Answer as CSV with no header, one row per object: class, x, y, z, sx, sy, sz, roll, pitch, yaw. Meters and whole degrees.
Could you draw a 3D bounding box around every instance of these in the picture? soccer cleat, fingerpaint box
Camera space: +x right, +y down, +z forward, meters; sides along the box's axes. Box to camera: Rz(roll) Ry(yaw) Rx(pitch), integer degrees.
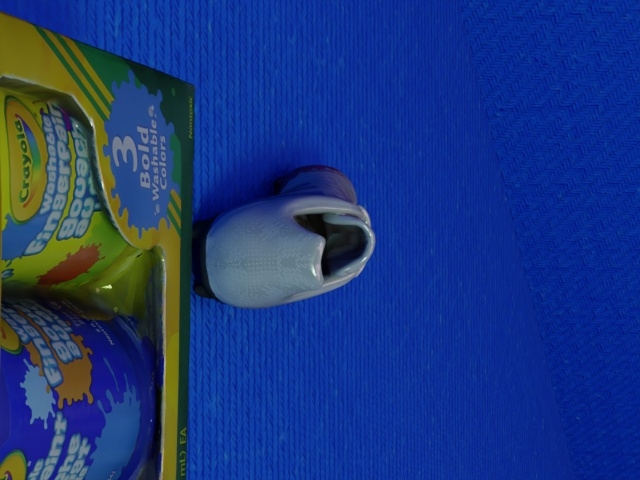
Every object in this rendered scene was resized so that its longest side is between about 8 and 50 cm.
soccer cleat,0.000,0.000,1.474,0.331,0.143,0.116,-32,119,-66
fingerpaint box,-0.215,0.101,0.874,0.371,0.163,0.444,13,78,-69
